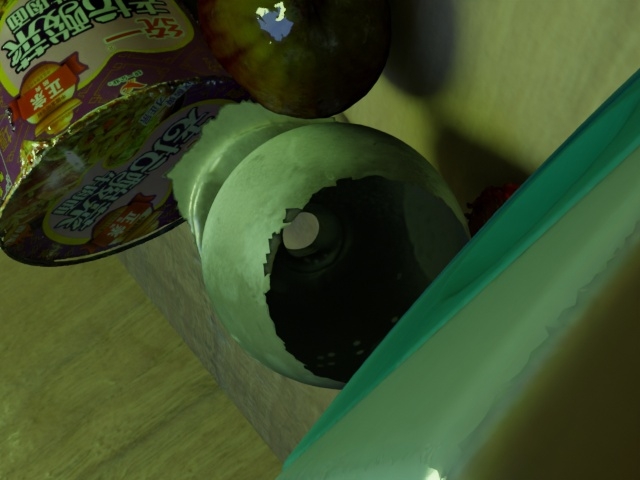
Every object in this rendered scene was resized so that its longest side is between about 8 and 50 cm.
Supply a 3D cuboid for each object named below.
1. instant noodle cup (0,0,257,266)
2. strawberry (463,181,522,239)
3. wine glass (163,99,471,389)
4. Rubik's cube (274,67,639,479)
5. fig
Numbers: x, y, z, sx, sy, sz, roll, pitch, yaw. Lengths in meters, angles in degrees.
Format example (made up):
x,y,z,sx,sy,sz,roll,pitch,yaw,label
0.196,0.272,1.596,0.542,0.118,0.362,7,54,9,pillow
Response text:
x,y,z,sx,sy,sz,roll,pitch,yaw,label
-0.254,-0.171,1.503,0.266,0.340,0.340,59,165,19,instant noodle cup
0.170,0.015,1.126,0.208,0.087,0.167,-103,7,-66,strawberry
0.000,0.000,1.201,0.238,0.238,0.323,60,171,-17,wine glass
0.219,0.100,0.590,0.352,0.347,0.351,43,166,2,Rubik's cube
-0.018,-0.186,1.073,0.170,0.145,0.274,54,178,1,fig
